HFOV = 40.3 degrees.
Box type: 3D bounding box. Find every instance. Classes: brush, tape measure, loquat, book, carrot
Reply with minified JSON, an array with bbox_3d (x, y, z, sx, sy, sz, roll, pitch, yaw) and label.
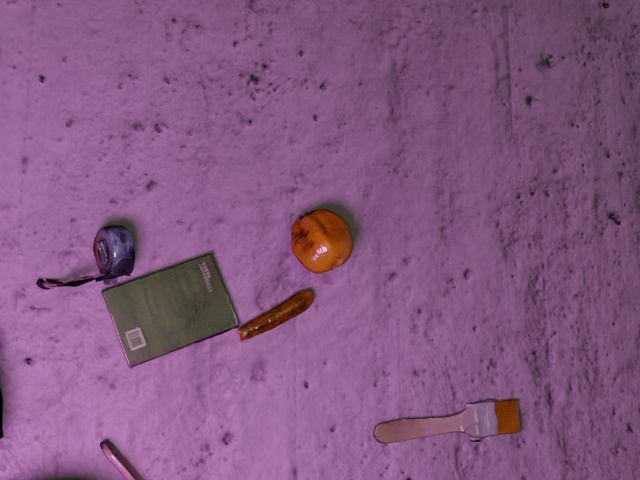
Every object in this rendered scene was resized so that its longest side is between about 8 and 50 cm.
[{"bbox_3d":[0.267,0.385,1.831,0.336,0.020,0.085,-2,81,-18],"label":"brush"},{"bbox_3d":[-0.437,0.032,1.618,0.180,0.104,0.107,-9,86,-20],"label":"tape measure"},{"bbox_3d":[0.000,0.000,1.770,0.137,0.113,0.137,0,66,0],"label":"loquat"},{"bbox_3d":[-0.312,0.498,1.596,0.067,0.072,0.313,-40,93,-7],"label":"brush"},{"bbox_3d":[-0.289,0.133,1.692,0.228,0.024,0.160,-20,87,-21],"label":"book"},{"bbox_3d":[-0.090,0.151,1.747,0.171,0.042,0.042,-27,89,-19],"label":"carrot"}]

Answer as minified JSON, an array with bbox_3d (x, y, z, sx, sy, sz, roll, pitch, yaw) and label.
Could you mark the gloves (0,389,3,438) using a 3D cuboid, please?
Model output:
[{"bbox_3d":[-0.623,0.235,1.471,0.152,0.197,0.301,-16,84,-10],"label":"gloves"}]
